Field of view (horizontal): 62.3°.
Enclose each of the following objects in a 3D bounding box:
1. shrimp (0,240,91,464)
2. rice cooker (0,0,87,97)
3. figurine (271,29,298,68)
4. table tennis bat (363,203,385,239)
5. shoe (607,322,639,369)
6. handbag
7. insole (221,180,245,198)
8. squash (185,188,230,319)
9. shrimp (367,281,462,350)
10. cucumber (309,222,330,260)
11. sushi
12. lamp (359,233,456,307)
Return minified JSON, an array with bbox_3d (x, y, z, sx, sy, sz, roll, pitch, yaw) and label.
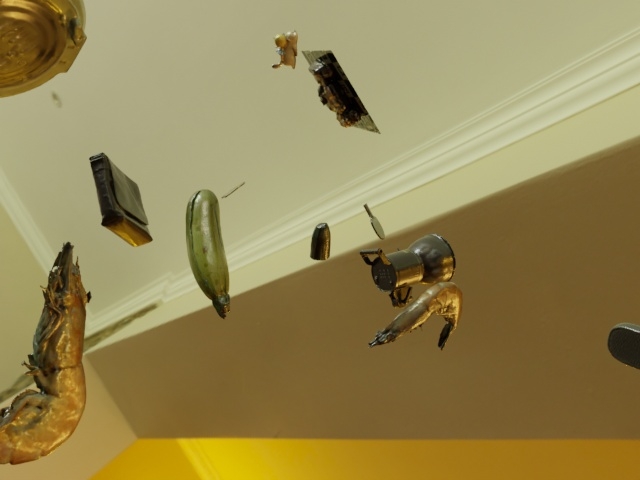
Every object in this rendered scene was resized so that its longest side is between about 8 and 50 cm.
[{"bbox_3d":[-0.390,0.147,0.705,0.058,0.169,0.296,-1,-93,33],"label":"shrimp"},{"bbox_3d":[-0.478,-0.358,0.701,0.264,0.317,0.316,-41,-95,33],"label":"rice cooker"},{"bbox_3d":[-0.078,-0.413,1.148,0.047,0.051,0.083,48,-40,48],"label":"figurine"},{"bbox_3d":[0.112,-0.039,1.107,0.007,0.050,0.083,-28,-87,24],"label":"table tennis bat"},{"bbox_3d":[0.708,0.227,1.052,0.241,0.093,0.108,23,-61,49],"label":"shoe"},{"bbox_3d":[-0.586,-0.111,1.544,0.247,0.080,0.223,76,-7,-73],"label":"handbag"},{"bbox_3d":[-0.225,-0.127,1.356,0.006,0.065,0.193,53,-14,-11],"label":"insole"},{"bbox_3d":[-0.275,0.029,1.280,0.094,0.094,0.341,-37,-120,48],"label":"squash"},{"bbox_3d":[0.232,0.214,1.220,0.051,0.262,0.198,38,-23,51],"label":"shrimp"},{"bbox_3d":[0.000,0.000,1.203,0.048,0.048,0.105,31,-40,25],"label":"cucumber"},{"bbox_3d":[0.025,-0.321,1.195,0.215,0.050,0.192,53,-6,-27],"label":"sushi"},{"bbox_3d":[0.228,0.082,1.403,0.147,0.227,0.172,-4,-81,57],"label":"lamp"}]
